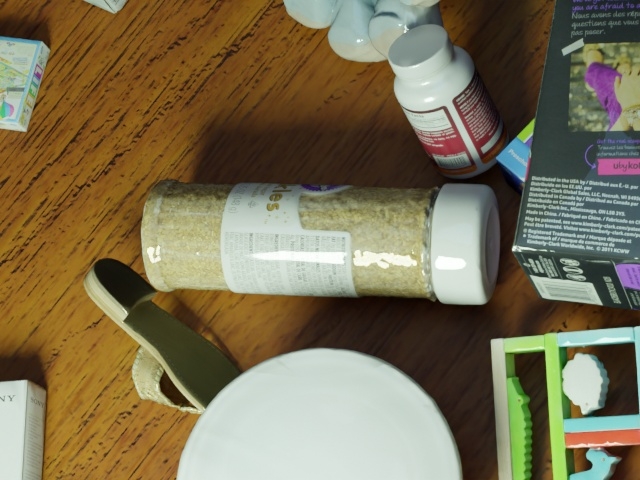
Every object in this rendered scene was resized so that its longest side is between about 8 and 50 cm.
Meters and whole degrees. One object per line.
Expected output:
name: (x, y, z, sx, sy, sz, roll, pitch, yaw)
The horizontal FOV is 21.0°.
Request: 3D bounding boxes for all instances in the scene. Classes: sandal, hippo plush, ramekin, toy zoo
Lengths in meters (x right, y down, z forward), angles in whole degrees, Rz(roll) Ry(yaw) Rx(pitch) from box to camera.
sandal: (-0.166, 0.128, 1.795, 0.240, 0.088, 0.079, 46, 123, 10)
hippo plush: (0.085, -0.342, 1.843, 0.236, 0.234, 0.294, -35, 79, -32)
ramekin: (0.005, 0.246, 1.657, 0.273, 0.127, 0.273, -2, 75, 7)
toy zoo: (0.305, 0.175, 1.615, 0.293, 0.030, 0.192, -6, 81, 26)

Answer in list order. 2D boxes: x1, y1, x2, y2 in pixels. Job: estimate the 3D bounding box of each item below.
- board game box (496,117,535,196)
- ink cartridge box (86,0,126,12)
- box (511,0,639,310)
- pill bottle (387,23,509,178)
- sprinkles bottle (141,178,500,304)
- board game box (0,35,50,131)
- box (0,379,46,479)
board game box: (0.379, -0.046, 1.698, 0.233, 0.078, 0.347, -46, 66, -4)
ink cartridge box: (-0.284, -0.356, 1.988, 0.175, 0.072, 0.127, 25, 79, 22)
box: (0.278, -0.086, 1.605, 0.143, 0.165, 0.270, 7, 73, 18)
pill bottle: (0.127, -0.142, 1.750, 0.086, 0.152, 0.086, -18, 40, 16)
sprinkles bottle: (0.000, 0.000, 1.761, 0.355, 0.121, 0.121, 1, 72, 16)
board game box: (-0.396, -0.186, 1.984, 0.154, 0.026, 0.103, 9, 74, 18)
box: (-0.409, 0.309, 1.799, 0.232, 0.058, 0.322, -5, 69, 13)
